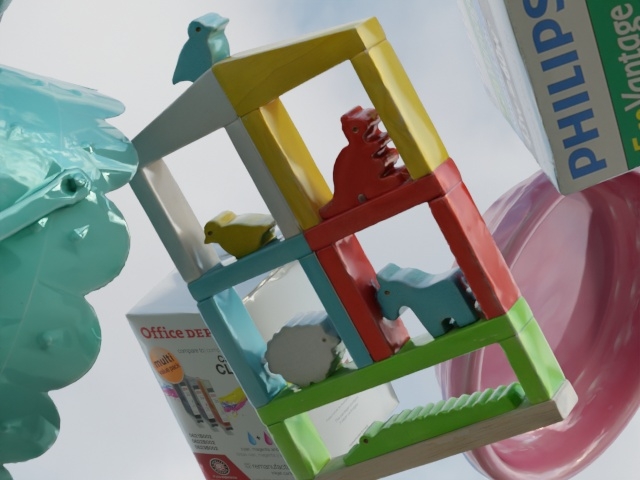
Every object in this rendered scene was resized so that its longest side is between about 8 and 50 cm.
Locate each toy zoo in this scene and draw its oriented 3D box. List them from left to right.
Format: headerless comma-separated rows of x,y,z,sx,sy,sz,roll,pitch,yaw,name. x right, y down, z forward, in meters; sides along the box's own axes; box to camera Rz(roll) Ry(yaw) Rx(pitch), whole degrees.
0.000,0.000,0.875,0.192,0.030,0.293,-23,-81,34,toy zoo

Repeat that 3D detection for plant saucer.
0.217,0.067,1.395,0.332,0.084,0.332,-22,-57,-39,plant saucer

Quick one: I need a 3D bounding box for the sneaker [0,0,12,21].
-0.203,-0.200,0.900,0.107,0.275,0.110,28,-69,-26,sneaker

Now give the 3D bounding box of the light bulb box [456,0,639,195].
0.270,-0.283,1.130,0.361,0.225,0.357,-22,-60,1,light bulb box

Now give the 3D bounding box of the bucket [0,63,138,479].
-0.252,0.009,0.892,0.183,0.281,0.281,18,-54,-29,bucket

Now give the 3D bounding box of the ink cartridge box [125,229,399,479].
-0.045,0.095,1.201,0.128,0.127,0.176,-5,-63,41,ink cartridge box
